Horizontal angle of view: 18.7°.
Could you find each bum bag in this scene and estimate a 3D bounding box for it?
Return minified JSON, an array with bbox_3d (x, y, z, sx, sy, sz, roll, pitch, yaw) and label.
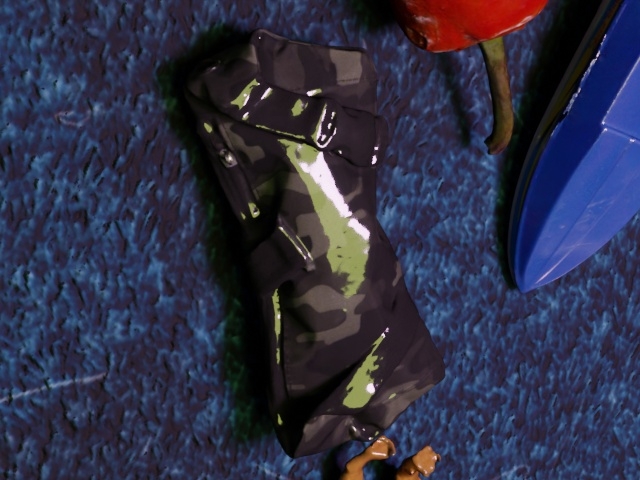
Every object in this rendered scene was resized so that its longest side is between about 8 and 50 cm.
[{"bbox_3d":[0.000,0.000,1.449,0.144,0.095,0.341,-22,111,-19],"label":"bum bag"}]

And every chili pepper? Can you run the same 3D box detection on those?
[{"bbox_3d":[0.101,-0.209,1.425,0.338,0.134,0.131,42,67,-34],"label":"chili pepper"}]

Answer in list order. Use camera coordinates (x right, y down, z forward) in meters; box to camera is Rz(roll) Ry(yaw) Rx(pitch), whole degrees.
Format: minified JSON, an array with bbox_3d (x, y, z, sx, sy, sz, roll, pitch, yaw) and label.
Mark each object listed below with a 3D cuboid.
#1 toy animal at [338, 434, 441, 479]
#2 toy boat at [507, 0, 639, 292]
[{"bbox_3d":[0.022,0.233,1.551,0.255,0.114,0.116,-1,148,-30],"label":"toy animal"},{"bbox_3d":[0.232,-0.086,1.590,0.129,0.088,0.295,18,105,-37],"label":"toy boat"}]
